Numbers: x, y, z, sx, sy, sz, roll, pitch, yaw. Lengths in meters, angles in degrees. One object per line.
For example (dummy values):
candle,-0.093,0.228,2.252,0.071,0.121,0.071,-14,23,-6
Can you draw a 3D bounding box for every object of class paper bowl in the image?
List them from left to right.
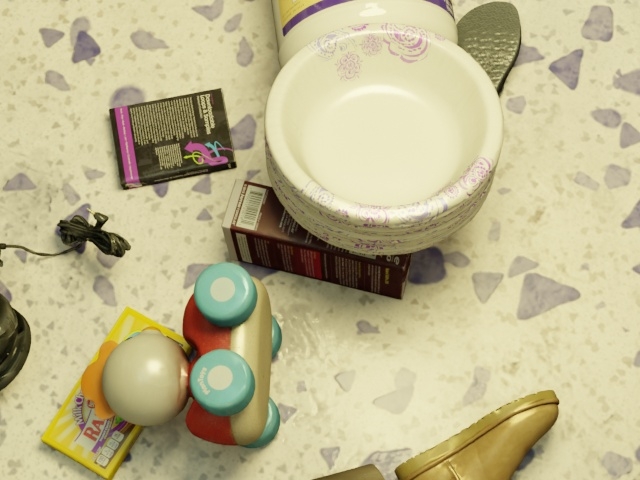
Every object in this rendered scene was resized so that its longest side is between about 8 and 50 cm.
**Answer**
paper bowl,0.074,-0.113,1.590,0.284,0.148,0.284,0,63,0

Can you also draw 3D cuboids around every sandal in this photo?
sandal,0.214,-0.211,1.807,0.097,0.054,0.254,13,80,14

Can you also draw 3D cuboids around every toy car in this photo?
toy car,-0.181,0.147,1.601,0.238,0.219,0.210,-2,70,7

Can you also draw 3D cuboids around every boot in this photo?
boot,0.245,0.348,1.581,0.236,0.089,0.269,-31,70,5

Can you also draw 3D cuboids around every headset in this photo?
headset,-0.426,0.085,1.619,0.185,0.243,0.394,18,44,35

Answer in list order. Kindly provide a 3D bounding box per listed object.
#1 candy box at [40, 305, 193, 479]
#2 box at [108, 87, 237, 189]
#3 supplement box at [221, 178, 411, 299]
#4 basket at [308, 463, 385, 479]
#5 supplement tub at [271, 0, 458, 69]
candy box,-0.261,0.196,1.683,0.105,0.027,0.206,27,73,14
box,-0.203,-0.141,1.803,0.162,0.029,0.116,-11,71,-1
supplement box,0.000,0.000,1.690,0.239,0.130,0.073,14,71,6
basket,-0.015,0.368,1.550,0.227,0.154,0.204,-24,73,-10
supplement tub,0.046,-0.379,1.768,0.241,0.241,0.331,-7,70,-1
